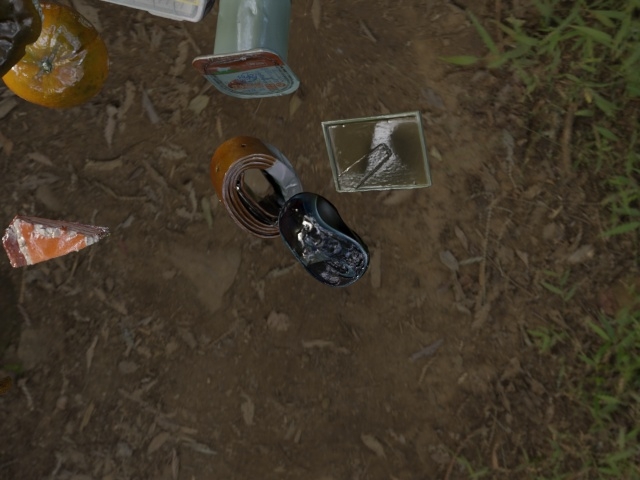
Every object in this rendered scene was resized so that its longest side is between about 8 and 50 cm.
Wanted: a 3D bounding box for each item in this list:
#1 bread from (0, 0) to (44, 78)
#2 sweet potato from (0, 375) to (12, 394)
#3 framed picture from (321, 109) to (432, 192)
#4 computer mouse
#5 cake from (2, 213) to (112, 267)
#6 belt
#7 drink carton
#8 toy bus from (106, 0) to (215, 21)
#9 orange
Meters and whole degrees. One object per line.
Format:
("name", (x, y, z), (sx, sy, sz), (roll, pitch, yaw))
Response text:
("bread", (-0.464, -0.277, 0.911), (0.210, 0.110, 0.192), (-41, 143, 3))
("sweet potato", (-0.532, 0.240, 1.165), (0.044, 0.179, 0.044), (0, 91, -6))
("framed picture", (0.137, -0.214, 1.822), (0.265, 0.018, 0.192), (-1, 112, 30))
("computer mouse", (0.000, 0.000, 1.594), (0.233, 0.096, 0.137), (42, 120, 9))
("cake", (-0.691, -0.016, 1.936), (0.287, 0.098, 0.135), (-10, 95, -4))
("belt", (-0.141, -0.122, 1.698), (0.184, 0.105, 0.261), (-42, 134, 1))
("drink carton", (-0.141, -0.410, 1.511), (0.185, 0.191, 0.190), (-7, 73, 21))
("toy bus", (-0.304, -0.447, 1.257), (0.268, 0.092, 0.106), (15, 133, 6))
("orange", (-0.582, -0.398, 1.615), (0.240, 0.171, 0.240), (-8, 120, -14))
